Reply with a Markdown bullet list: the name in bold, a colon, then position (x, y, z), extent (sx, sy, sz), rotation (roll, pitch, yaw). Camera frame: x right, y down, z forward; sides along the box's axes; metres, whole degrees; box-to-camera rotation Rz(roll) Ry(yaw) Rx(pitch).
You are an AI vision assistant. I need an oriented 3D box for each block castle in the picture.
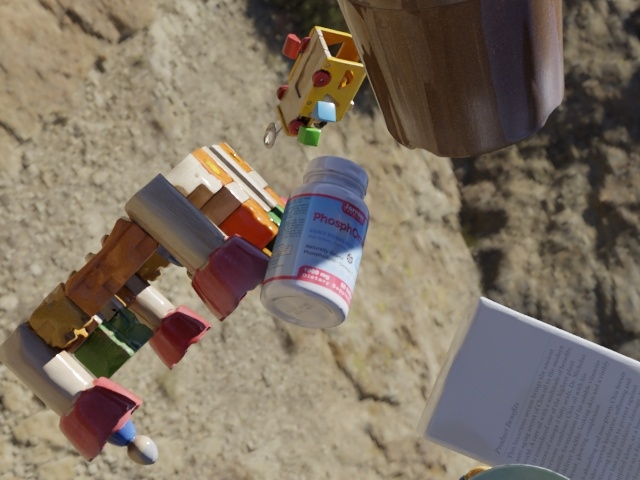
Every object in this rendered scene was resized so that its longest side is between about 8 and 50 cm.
- **block castle**: position (-0.157, 0.066, 1.302), extent (0.213, 0.303, 0.453), rotation (43, 10, -1)

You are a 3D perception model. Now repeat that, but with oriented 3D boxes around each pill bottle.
- **pill bottle**: position (0.000, 0.000, 1.068), extent (0.087, 0.087, 0.160), rotation (38, 55, -39)

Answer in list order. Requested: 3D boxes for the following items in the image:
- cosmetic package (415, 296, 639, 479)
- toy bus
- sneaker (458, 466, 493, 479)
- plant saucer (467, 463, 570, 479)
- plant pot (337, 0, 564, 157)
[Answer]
- **cosmetic package**: position (0.398, 0.280, 1.642), extent (0.453, 0.230, 0.161), rotation (23, -7, 3)
- **toy bus**: position (0.004, -0.237, 1.731), extent (0.104, 0.202, 0.190), rotation (8, 88, -26)
- **sneaker**: position (0.230, 0.400, 1.223), extent (0.131, 0.112, 0.296), rotation (29, 33, -38)
- **plant saucer**: position (0.215, 0.324, 1.115), extent (0.037, 0.195, 0.195), rotation (-3, 69, -66)
- **plant pot**: position (0.083, -0.154, 0.688), extent (0.167, 0.167, 0.165), rotation (-84, 161, -46)
